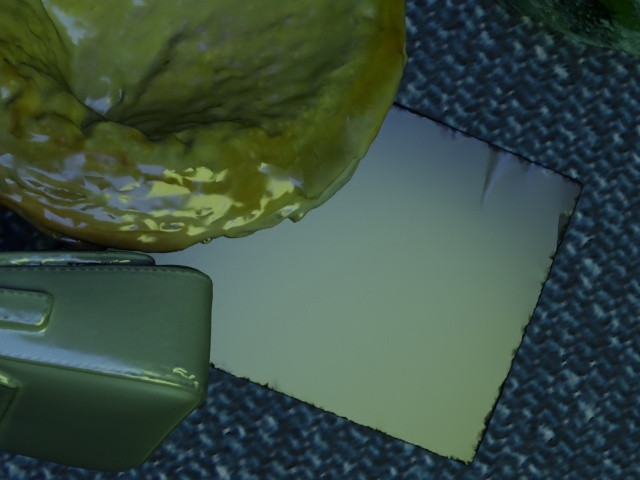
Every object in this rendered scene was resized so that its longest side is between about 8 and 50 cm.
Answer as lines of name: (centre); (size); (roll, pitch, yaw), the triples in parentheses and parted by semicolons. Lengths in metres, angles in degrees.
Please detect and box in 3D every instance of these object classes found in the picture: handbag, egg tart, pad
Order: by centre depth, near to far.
handbag: (-0.180, 0.063, 0.898); (0.219, 0.256, 0.079); (8, 70, -15)
egg tart: (-0.101, -0.125, 0.931); (0.315, 0.120, 0.315); (5, 69, -14)
pad: (0.000, 0.000, 1.049); (0.300, 0.005, 0.202); (22, 90, -13)

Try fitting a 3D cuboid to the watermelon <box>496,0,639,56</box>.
watermelon: (0.220, -0.227, 1.024); (0.257, 0.140, 0.192); (-29, 96, -18)
